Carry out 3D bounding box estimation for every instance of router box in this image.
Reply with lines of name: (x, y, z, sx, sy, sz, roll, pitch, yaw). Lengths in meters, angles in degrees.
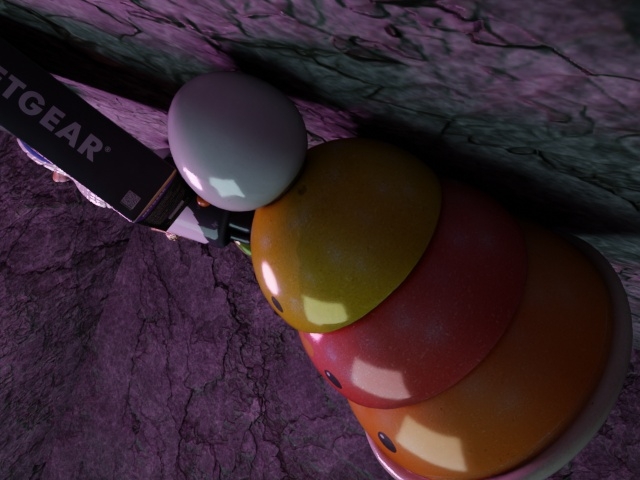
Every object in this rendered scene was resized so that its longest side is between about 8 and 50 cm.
router box: (-0.316, -0.137, 0.679, 0.309, 0.081, 0.243, 37, 174, -5)

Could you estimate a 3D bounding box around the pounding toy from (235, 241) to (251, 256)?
pounding toy: (-0.108, -0.041, 1.361, 0.237, 0.183, 0.110, 21, 150, -30)

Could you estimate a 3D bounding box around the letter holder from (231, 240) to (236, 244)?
letter holder: (-0.350, -0.114, 1.435, 0.302, 0.152, 0.214, 22, 178, -42)

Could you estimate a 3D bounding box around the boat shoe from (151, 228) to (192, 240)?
boat shoe: (-0.382, -0.023, 1.373, 0.135, 0.045, 0.050, 22, 180, 22)

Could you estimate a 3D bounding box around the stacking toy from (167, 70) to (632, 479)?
stacking toy: (0.046, 0.012, 0.549, 0.480, 0.350, 0.350, 40, 168, -23)

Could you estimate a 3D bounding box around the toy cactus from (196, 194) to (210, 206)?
toy cactus: (-0.100, -0.099, 0.773, 0.219, 0.112, 0.180, 11, -173, -2)

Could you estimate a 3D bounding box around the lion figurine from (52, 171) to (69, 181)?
lion figurine: (-0.584, -0.212, 1.563, 0.392, 0.142, 0.240, 5, 167, 9)

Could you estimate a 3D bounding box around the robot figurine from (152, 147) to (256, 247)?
robot figurine: (-0.253, -0.084, 1.090, 0.278, 0.209, 0.173, 19, -153, 2)

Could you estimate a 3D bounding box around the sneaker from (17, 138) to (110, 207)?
sneaker: (-0.597, -0.231, 1.299, 0.330, 0.147, 0.130, 35, -147, -1)
